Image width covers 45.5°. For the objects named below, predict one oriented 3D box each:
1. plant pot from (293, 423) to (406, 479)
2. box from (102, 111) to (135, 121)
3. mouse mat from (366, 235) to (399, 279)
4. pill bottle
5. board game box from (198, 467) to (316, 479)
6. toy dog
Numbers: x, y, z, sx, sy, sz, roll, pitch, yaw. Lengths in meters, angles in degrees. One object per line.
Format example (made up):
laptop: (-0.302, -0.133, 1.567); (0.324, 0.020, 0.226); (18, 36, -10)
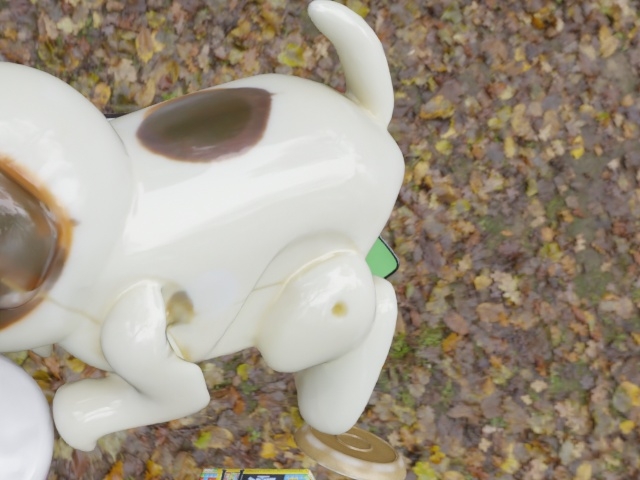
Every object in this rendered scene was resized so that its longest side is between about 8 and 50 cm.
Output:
plant pot: (0.062, 0.412, 1.517); (0.236, 0.236, 0.032); (16, 95, -15)
box: (-0.283, -0.094, 1.085); (0.156, 0.093, 0.158); (-9, 126, -28)
mouse mat: (0.000, 0.000, 1.032); (0.190, 0.152, 0.007); (52, 30, 0)
pill bottle: (-0.341, 0.228, 0.698); (0.169, 0.301, 0.169); (12, 53, -17)
board game box: (-0.056, 0.342, 0.924); (0.048, 0.141, 0.170); (-73, 150, -44)
toy dog: (-0.136, -0.009, 0.606); (0.408, 0.395, 0.284); (3, 43, -37)
